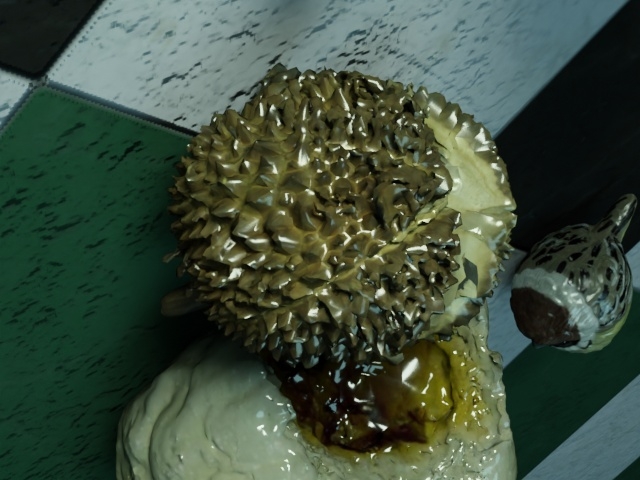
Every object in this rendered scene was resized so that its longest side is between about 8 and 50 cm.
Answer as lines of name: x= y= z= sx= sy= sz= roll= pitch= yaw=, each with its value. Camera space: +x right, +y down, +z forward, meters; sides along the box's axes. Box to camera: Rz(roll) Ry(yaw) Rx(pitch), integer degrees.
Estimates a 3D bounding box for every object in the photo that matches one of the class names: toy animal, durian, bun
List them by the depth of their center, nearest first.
durian: x=0.000 y=0.000 z=0.614 sx=0.196 sy=0.167 sz=0.196 roll=-12 pitch=155 yaw=-6
bun: x=0.005 y=0.160 z=0.787 sx=0.281 sy=0.205 sz=0.281 roll=-19 pitch=158 yaw=-8
toy animal: x=0.202 y=0.026 z=0.949 sx=0.098 sy=0.098 sz=0.137 roll=-2 pitch=120 yaw=-47
